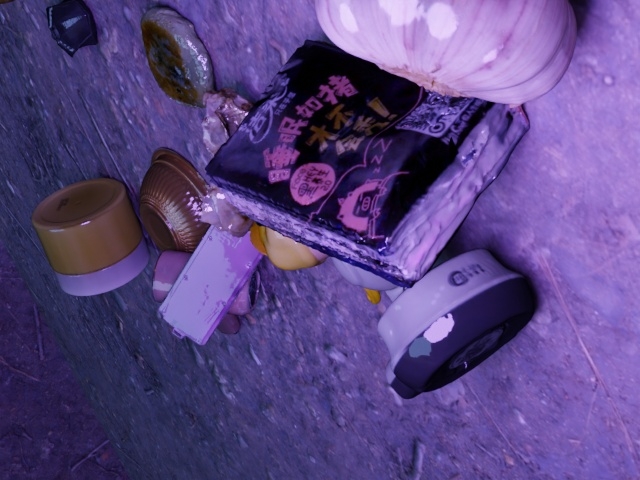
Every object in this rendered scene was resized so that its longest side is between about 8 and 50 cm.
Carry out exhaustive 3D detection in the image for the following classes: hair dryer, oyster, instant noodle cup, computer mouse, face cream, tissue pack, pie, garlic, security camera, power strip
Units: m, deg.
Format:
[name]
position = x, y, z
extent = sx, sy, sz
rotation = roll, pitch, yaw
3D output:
[hair dryer]
position = -0.194, 0.126, 1.908
extent = 0.189, 0.107, 0.344
rotation = 7, 158, 12
[oyster]
position = -0.115, -0.120, 1.473
extent = 0.107, 0.161, 0.233
rotation = 4, 118, 32
[instant noodle cup]
position = -0.283, -0.041, 1.877
extent = 0.274, 0.090, 0.274
rotation = 39, 149, 29
[computer mouse]
position = -0.486, -0.407, 1.837
extent = 0.192, 0.062, 0.106
rotation = -3, 117, 58
[face cream]
position = -0.512, -0.011, 2.144
extent = 0.218, 0.218, 0.179
rotation = 24, 138, 47
[tissue pack]
position = 0.046, -0.101, 1.103
extent = 0.332, 0.245, 0.123
rotation = 23, 161, 44
[pie]
position = -0.235, -0.294, 1.569
extent = 0.187, 0.041, 0.187
rotation = 38, 148, 30
[garlic]
position = 0.130, -0.261, 0.881
extent = 0.245, 0.245, 0.253
rotation = 29, 106, 42
[security camera]
position = 0.118, 0.029, 1.204
extent = 0.277, 0.197, 0.191
rotation = 55, 154, 22
[power strip]
position = -0.188, 0.063, 1.708
extent = 0.109, 0.037, 0.279
rotation = 35, 113, 1

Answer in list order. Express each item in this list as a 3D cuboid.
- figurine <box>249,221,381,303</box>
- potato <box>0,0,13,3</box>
[figurine]
position = 0.000, 0.000, 1.433
extent = 0.246, 0.131, 0.156
rotation = 26, 176, 32
[potato]
position = -0.632, -0.560, 1.748
extent = 0.229, 0.229, 0.266
rotation = 11, 125, 55
